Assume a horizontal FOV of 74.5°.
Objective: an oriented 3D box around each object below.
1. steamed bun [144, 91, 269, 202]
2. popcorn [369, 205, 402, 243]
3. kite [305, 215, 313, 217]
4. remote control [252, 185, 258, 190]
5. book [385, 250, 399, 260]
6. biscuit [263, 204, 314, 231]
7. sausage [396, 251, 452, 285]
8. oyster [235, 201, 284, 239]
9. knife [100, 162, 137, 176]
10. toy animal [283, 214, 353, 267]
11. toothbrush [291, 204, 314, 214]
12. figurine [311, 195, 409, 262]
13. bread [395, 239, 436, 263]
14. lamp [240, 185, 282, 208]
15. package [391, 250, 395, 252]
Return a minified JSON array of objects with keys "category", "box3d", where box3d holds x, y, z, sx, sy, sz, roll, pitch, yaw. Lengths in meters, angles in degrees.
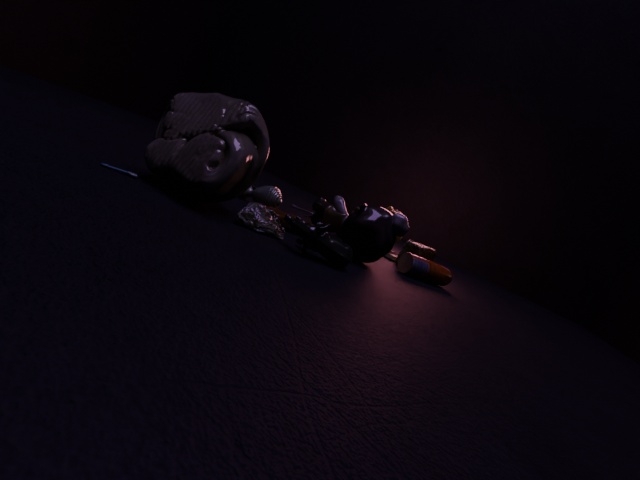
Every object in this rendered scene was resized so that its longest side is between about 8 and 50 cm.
[{"category":"steamed bun","box3d":[-0.334,-0.266,1.293,0.368,0.342,0.255,23,-18,22]},{"category":"popcorn","box3d":[0.357,-0.087,2.432,0.252,0.215,0.286,-26,45,-27]},{"category":"kite","box3d":[0.054,-0.079,2.058,0.286,0.015,0.152,18,-6,-27]},{"category":"remote control","box3d":[-0.400,-0.295,2.130,0.245,0.025,0.063,26,8,4]},{"category":"book","box3d":[0.361,0.074,2.086,0.228,0.024,0.160,16,11,-45]},{"category":"biscuit","box3d":[-0.119,-0.070,1.542,0.295,0.044,0.186,18,8,-45]},{"category":"sausage","box3d":[0.469,0.134,1.817,0.312,0.093,0.093,19,11,-33]},{"category":"oyster","box3d":[-0.178,-0.058,1.269,0.177,0.064,0.125,32,19,-29]},{"category":"knife","box3d":[-0.552,-0.192,1.154,0.096,0.010,0.027,18,12,-27]},{"category":"toy animal","box3d":[0.001,-0.005,1.255,0.245,0.114,0.146,22,9,-20]},{"category":"toothbrush","box3d":[-0.063,-0.145,2.212,0.194,0.017,0.014,25,10,-3]},{"category":"figurine","box3d":[0.132,-0.051,1.596,0.206,0.218,0.365,7,17,-36]},{"category":"bread","box3d":[0.454,0.080,1.956,0.196,0.138,0.102,17,16,-47]},{"category":"lamp","box3d":[-0.241,-0.178,1.673,0.193,0.106,0.106,18,7,16]},{"category":"package","box3d":[0.364,0.055,2.233,0.110,0.015,0.037,24,3,-17]}]
